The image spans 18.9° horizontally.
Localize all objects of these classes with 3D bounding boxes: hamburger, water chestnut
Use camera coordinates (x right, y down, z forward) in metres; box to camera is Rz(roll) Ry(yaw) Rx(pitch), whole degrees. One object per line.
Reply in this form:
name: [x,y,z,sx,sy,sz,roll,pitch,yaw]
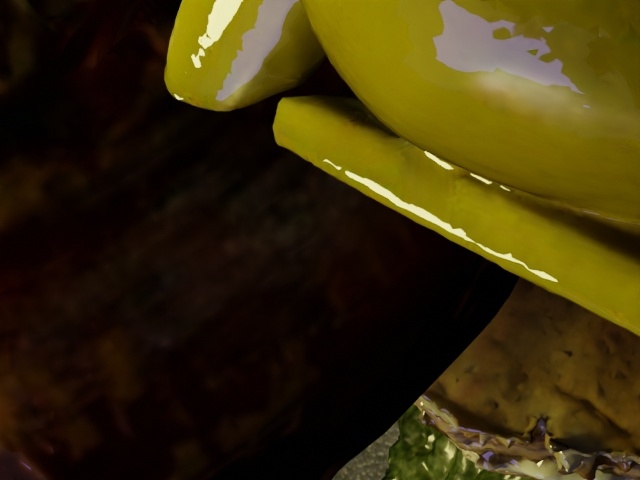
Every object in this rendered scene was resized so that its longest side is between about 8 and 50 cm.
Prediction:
hamburger: [0.118,0.037,0.914,0.282,0.245,0.155,55,173,14]
water chestnut: [-0.091,-0.051,0.691,0.350,0.350,0.302,21,147,48]

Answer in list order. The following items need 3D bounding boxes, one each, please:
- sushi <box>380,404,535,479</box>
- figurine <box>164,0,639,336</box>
sushi: [0.216,0.175,1.377,0.294,0.178,0.352,7,164,41]
figurine: [0.103,-0.052,0.448,0.327,0.169,0.218,28,168,-1]
